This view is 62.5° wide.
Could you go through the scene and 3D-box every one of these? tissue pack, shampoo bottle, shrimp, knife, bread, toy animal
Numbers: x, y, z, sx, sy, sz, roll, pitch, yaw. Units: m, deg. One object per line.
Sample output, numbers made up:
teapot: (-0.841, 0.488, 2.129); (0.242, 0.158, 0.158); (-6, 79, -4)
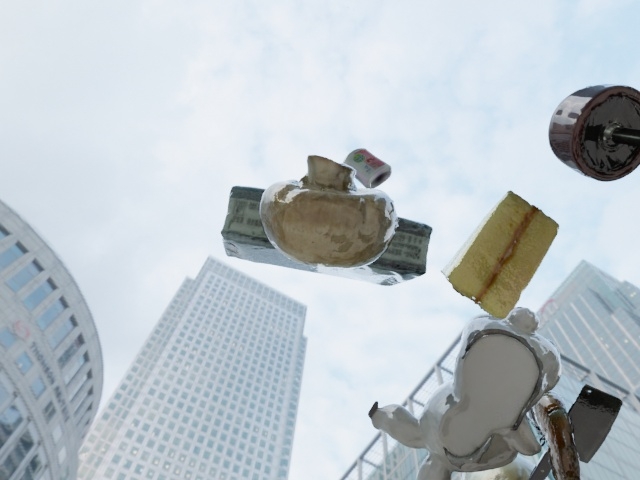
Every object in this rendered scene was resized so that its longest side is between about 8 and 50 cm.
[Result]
tissue pack: (0.000, 0.000, 0.877); (0.315, 0.228, 0.103); (11, -102, -5)
shampoo bottle: (0.093, -0.156, 1.110); (0.072, 0.099, 0.043); (-33, -35, -20)
shrimp: (0.388, 0.352, 0.898); (0.054, 0.290, 0.222); (-9, -90, 8)
knife: (0.432, 0.349, 0.900); (0.072, 0.019, 0.245); (23, -60, 16)
bread: (0.407, 0.028, 1.165); (0.167, 0.163, 0.264); (36, -81, 6)
toy animal: (0.231, 0.254, 0.817); (0.325, 0.154, 0.208); (-37, -116, 12)

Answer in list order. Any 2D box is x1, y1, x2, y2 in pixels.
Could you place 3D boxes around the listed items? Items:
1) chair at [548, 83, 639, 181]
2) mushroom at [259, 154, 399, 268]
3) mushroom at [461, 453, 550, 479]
chair: (0.678, -0.206, 1.072); (0.226, 0.401, 0.227); (-4, -72, -13)
mushroom: (0.012, -0.032, 0.622); (0.166, 0.166, 0.127); (13, -77, -2)
mushroom: (0.410, 0.635, 1.139); (0.315, 0.315, 0.356); (18, -67, -4)
